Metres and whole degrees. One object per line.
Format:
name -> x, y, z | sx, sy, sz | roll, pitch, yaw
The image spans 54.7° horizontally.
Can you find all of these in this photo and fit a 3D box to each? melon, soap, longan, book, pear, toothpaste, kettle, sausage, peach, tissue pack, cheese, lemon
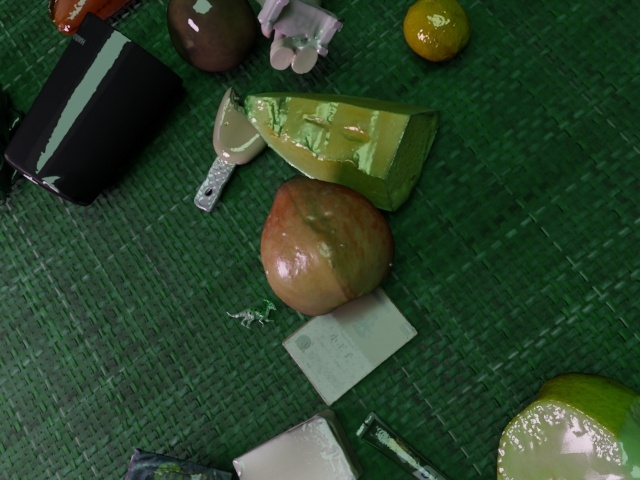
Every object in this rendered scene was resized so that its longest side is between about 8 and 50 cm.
melon -> 0.026, -0.190, 1.084 | 0.323, 0.124, 0.196 | 21, 83, 21
soap -> -0.038, 0.372, 1.017 | 0.183, 0.064, 0.121 | -29, 75, 6
longan -> -0.199, -0.399, 1.138 | 0.167, 0.187, 0.167 | 0, 86, -2
book -> 0.048, 0.168, 1.062 | 0.199, 0.016, 0.138 | -39, 74, 2
pear -> 0.386, 0.330, 0.865 | 0.176, 0.286, 0.282 | 2, 58, -31
toothpaste -> 0.149, 0.358, 0.996 | 0.204, 0.031, 0.049 | 35, 86, 18
kettle -> -0.450, -0.252, 1.161 | 0.262, 0.203, 0.308 | 35, 91, 14
sausage -> -0.402, -0.530, 1.255 | 0.330, 0.102, 0.102 | -35, 74, 3
peach -> 0.000, 0.000, 1.005 | 0.232, 0.232, 0.232 | -2, 79, 12
tissue pack -> -0.254, 0.469, 0.981 | 0.173, 0.073, 0.235 | 19, 59, -7
cheese -> -0.171, -0.164, 1.156 | 0.127, 0.050, 0.235 | 27, 85, 15
lemon -> 0.203, -0.373, 1.086 | 0.109, 0.109, 0.133 | -40, 68, 2

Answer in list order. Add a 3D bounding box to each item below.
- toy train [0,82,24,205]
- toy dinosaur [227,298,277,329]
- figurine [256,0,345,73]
toy train -> -0.692, -0.196, 1.244 | 0.154, 0.115, 0.269 | -10, 78, 5
toy dinosaur -> -0.120, 0.126, 1.105 | 0.083, 0.021, 0.062 | 30, 80, 12
figurine -> -0.059, -0.430, 1.113 | 0.182, 0.144, 0.256 | -1, 46, -18
